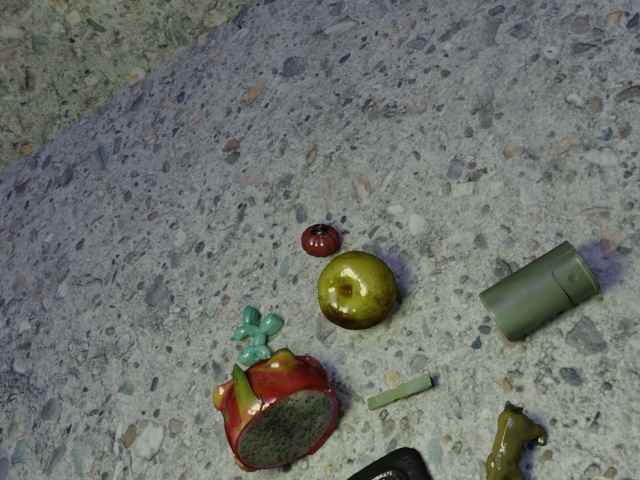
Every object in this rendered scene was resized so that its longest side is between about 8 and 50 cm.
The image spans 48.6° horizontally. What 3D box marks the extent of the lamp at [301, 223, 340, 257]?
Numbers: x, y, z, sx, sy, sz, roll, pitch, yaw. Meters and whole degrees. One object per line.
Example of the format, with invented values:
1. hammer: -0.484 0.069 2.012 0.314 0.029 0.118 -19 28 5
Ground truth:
1. lamp: 0.000 0.000 1.936 0.107 0.092 0.107 -1 37 1

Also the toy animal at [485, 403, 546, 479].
1. toy animal: 0.369 0.424 1.398 0.103 0.101 0.219 9 67 37

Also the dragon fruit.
1. dragon fruit: -0.102 0.375 1.644 0.290 0.290 0.189 -40 46 6

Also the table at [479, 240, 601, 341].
1. table: 0.466 0.109 1.519 0.220 0.126 0.126 -35 48 11

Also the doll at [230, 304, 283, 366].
1. doll: -0.172 0.262 1.907 0.159 0.059 0.158 21 73 40

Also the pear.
1. pear: 0.092 0.122 1.736 0.197 0.197 0.197 -18 53 25

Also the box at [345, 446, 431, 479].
1. box: 0.145 0.561 1.504 0.212 0.042 0.201 -33 46 12

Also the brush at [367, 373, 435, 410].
1. brush: 0.185 0.349 1.627 0.178 0.030 0.033 -30 55 29
